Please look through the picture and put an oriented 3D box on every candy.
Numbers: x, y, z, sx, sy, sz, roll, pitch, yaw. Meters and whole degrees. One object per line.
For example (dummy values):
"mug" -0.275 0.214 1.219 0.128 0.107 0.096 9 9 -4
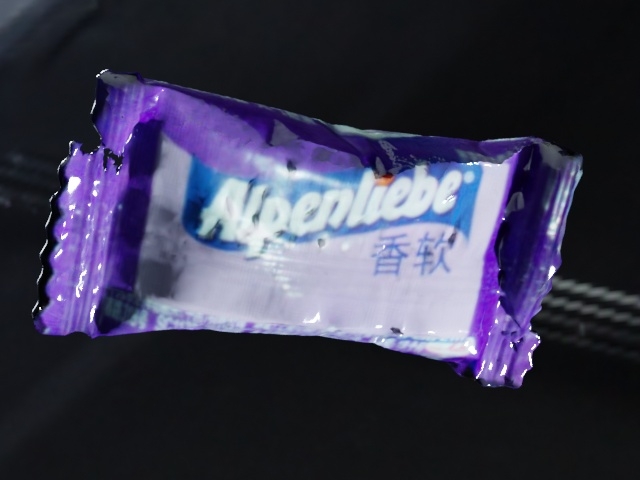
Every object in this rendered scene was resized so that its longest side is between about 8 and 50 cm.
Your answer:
"candy" 0.000 0.000 0.874 0.275 0.145 0.070 8 -157 -19
